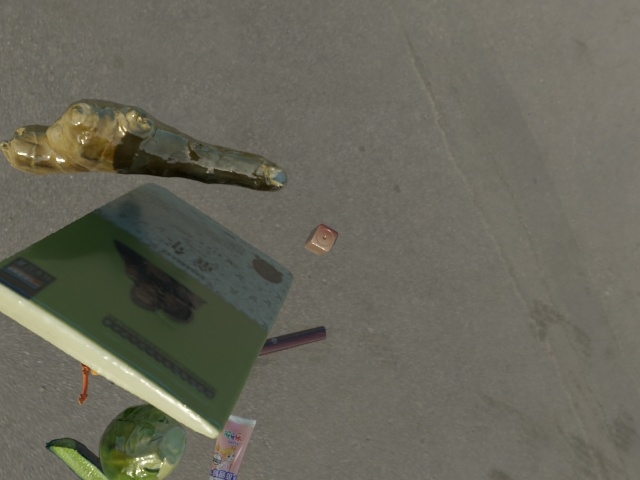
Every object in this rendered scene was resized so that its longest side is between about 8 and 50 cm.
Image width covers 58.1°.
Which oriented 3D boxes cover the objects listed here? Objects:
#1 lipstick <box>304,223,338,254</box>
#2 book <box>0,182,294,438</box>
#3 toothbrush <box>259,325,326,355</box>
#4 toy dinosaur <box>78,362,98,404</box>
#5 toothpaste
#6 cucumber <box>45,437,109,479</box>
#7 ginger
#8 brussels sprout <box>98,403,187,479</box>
[{"bbox_3d":[0.000,0.000,1.150,0.045,0.145,0.045,26,84,-4],"label":"lipstick"},{"bbox_3d":[-0.158,0.043,0.634,0.239,0.352,0.035,34,109,-4],"label":"book"},{"bbox_3d":[-0.152,0.280,1.508,0.364,0.041,0.041,-10,87,-23],"label":"toothbrush"},{"bbox_3d":[-0.511,0.235,1.310,0.070,0.288,0.117,8,118,-8],"label":"toy dinosaur"},{"bbox_3d":[-0.173,0.416,1.054,0.067,0.043,0.194,14,89,0],"label":"toothpaste"},{"bbox_3d":[-0.576,0.545,1.415,0.220,0.070,0.046,38,30,5],"label":"cucumber"},{"bbox_3d":[-0.204,-0.104,0.672,0.333,0.148,0.081,8,61,-13],"label":"ginger"},{"bbox_3d":[-0.367,0.427,1.187,0.161,0.180,0.144,-54,131,-39],"label":"brussels sprout"}]
